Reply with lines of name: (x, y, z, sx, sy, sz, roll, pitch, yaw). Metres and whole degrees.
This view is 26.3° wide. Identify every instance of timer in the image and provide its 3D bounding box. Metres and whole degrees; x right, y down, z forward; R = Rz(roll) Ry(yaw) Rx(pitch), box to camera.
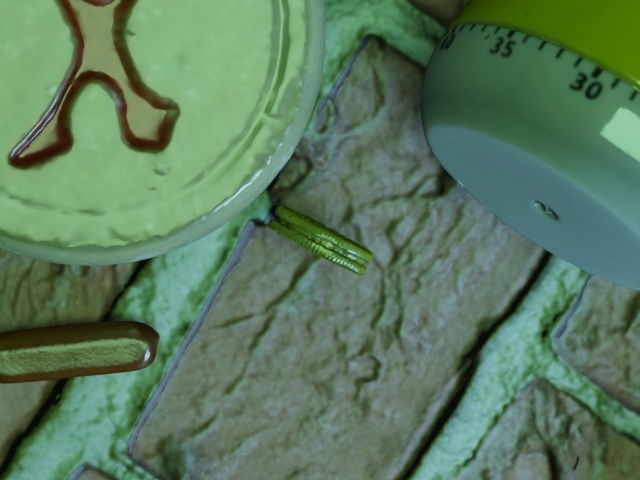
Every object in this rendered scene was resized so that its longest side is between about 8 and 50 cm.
timer: (0.232, -0.128, 0.979, 0.285, 0.285, 0.285, -1, 98, -8)

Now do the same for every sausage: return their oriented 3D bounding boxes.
sausage: (-0.189, 0.085, 1.056, 0.131, 0.039, 0.041, -5, 97, -6)

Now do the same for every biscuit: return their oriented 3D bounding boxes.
biscuit: (0.000, 0.000, 1.047, 0.084, 0.084, 0.023, 27, 92, -11)

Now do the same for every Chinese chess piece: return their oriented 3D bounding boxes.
Chinese chess piece: (-0.164, -0.151, 0.975, 0.338, 0.140, 0.338, -1, 98, -8)
